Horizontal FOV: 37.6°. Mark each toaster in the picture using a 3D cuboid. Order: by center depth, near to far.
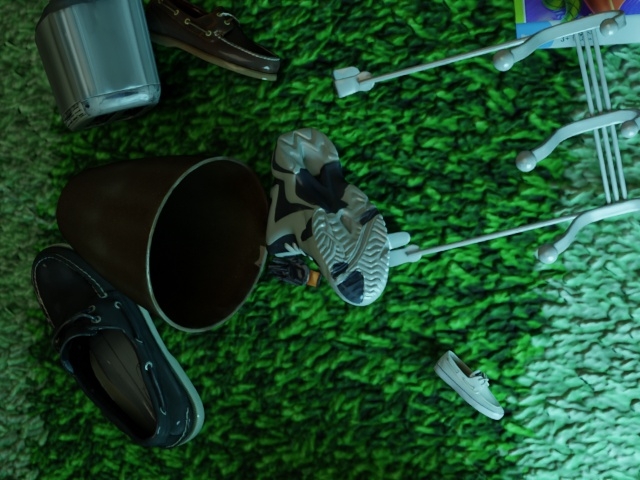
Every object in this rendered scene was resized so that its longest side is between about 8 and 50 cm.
[{"bbox_3d":[-0.278,-0.227,1.188,0.227,0.129,0.147,-6,101,66],"label":"toaster"}]

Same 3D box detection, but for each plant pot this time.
[{"bbox_3d":[-0.219,-0.017,1.190,0.230,0.215,0.215,14,99,35],"label":"plant pot"}]

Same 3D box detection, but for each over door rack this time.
[{"bbox_3d":[0.183,-0.094,1.022,0.324,0.108,0.240,-9,112,22],"label":"over door rack"}]

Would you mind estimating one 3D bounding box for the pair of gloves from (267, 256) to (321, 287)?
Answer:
[{"bbox_3d":[-0.029,0.016,1.204,0.074,0.010,0.083,12,99,18],"label":"pair of gloves"}]

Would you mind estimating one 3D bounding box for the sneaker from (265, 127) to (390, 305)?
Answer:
[{"bbox_3d":[0.000,0.000,1.113,0.235,0.094,0.153,58,154,25],"label":"sneaker"}]

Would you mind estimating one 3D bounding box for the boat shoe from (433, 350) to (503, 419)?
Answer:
[{"bbox_3d":[0.182,0.170,1.119,0.100,0.035,0.035,42,110,21],"label":"boat shoe"}]

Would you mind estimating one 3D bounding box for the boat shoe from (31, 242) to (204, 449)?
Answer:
[{"bbox_3d":[-0.297,0.142,1.262,0.127,0.113,0.340,-39,79,20],"label":"boat shoe"}]

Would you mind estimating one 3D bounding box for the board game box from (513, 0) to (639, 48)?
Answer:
[{"bbox_3d":[0.367,-0.324,0.941,0.347,0.078,0.233,1,120,22],"label":"board game box"}]

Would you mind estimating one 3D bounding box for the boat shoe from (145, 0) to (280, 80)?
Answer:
[{"bbox_3d":[-0.139,-0.263,1.195,0.207,0.073,0.073,24,105,18],"label":"boat shoe"}]
